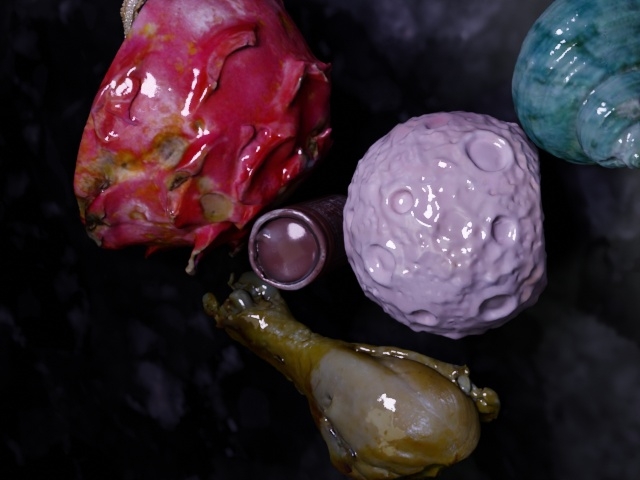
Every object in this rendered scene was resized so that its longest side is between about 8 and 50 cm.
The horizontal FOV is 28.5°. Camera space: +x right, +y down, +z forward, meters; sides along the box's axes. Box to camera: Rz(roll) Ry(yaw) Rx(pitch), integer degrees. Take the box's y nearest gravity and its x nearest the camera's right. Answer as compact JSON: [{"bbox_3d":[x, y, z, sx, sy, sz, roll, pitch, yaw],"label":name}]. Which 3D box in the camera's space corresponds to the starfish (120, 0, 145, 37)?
[{"bbox_3d":[-0.220,-0.235,1.609,0.071,0.238,0.216,-3,111,2],"label":"starfish"}]

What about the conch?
[{"bbox_3d":[0.298,-0.165,1.352,0.202,0.134,0.196,51,135,12],"label":"conch"}]

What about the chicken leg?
[{"bbox_3d":[0.018,0.171,1.653,0.429,0.152,0.201,34,108,28],"label":"chicken leg"}]

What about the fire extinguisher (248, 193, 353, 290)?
[{"bbox_3d":[0.000,0.000,1.523,0.104,0.269,0.105,2,97,16],"label":"fire extinguisher"}]

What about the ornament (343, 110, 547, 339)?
[{"bbox_3d":[0.141,-0.017,1.429,0.225,0.259,0.259,-3,105,10],"label":"ornament"}]

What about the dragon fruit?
[{"bbox_3d":[-0.114,-0.136,1.498,0.249,0.386,0.371,28,102,9],"label":"dragon fruit"}]
